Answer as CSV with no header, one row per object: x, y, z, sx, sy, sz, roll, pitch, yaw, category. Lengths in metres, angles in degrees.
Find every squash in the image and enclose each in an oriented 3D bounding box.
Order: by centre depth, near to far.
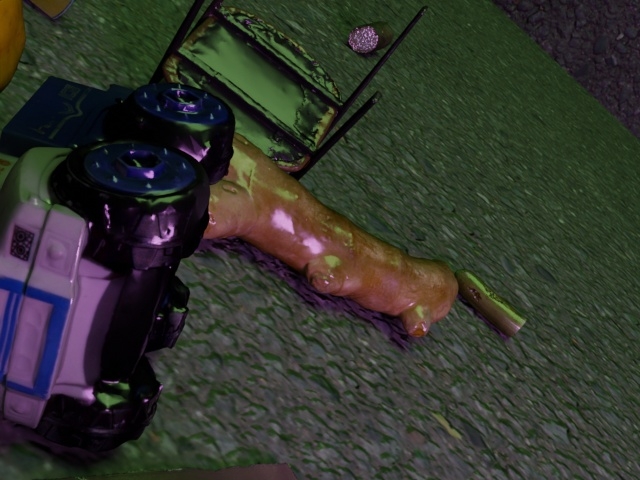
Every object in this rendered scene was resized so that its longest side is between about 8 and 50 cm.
0.165,0.060,1.082,0.083,0.027,0.027,41,23,4,squash

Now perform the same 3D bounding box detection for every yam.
0.073,-0.289,1.551,0.043,0.043,0.094,43,23,4,yam

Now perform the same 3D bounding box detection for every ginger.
0.002,-0.002,0.891,0.299,0.065,0.118,26,40,-28,ginger

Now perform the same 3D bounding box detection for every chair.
-0.046,-0.145,0.950,0.159,0.247,0.172,37,47,-7,chair

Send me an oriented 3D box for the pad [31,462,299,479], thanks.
-0.055,0.167,0.572,0.188,0.006,0.113,9,39,-49,pad

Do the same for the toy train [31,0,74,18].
-0.245,-0.248,0.972,0.081,0.050,0.122,38,22,-18,toy train

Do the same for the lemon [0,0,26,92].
-0.264,-0.156,0.623,0.207,0.170,0.170,51,24,13,lemon

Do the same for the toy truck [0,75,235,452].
-0.149,-0.008,0.587,0.177,0.161,0.213,18,26,-4,toy truck
